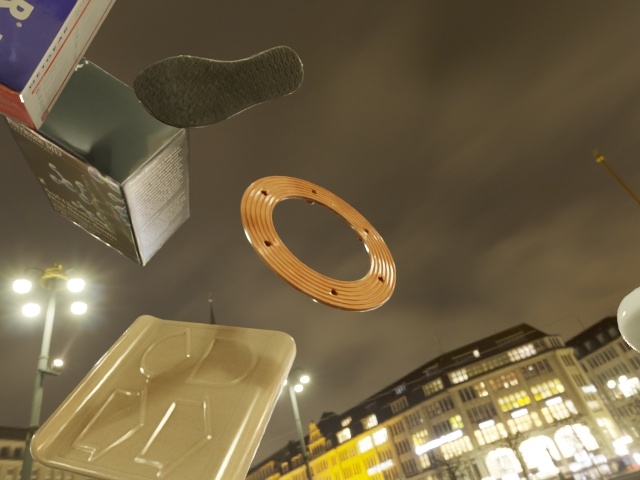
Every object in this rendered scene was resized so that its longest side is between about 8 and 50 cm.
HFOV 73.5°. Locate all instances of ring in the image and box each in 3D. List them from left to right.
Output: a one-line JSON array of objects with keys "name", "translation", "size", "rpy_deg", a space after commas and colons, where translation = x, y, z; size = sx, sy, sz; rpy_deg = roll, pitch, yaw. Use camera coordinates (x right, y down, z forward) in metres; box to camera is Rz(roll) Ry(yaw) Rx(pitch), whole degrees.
[{"name": "ring", "translation": [0.000, 0.000, 0.820], "size": [0.336, 0.337, 0.032], "rpy_deg": [11, -49, -33]}]

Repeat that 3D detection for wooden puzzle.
[{"name": "wooden puzzle", "translation": [-0.249, 0.280, 0.757], "size": [0.347, 0.322, 0.081], "rpy_deg": [6, -55, 15]}]

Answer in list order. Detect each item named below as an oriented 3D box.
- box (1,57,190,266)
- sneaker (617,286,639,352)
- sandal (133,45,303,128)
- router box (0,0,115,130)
[{"name": "box", "translation": [-0.491, -0.164, 1.019], "size": [0.293, 0.212, 0.395], "rpy_deg": [32, -31, 3]}, {"name": "sneaker", "translation": [0.328, -0.006, 0.243], "size": [0.295, 0.147, 0.105], "rpy_deg": [-18, -61, 28]}, {"name": "sandal", "translation": [-0.144, -0.225, 0.638], "size": [0.254, 0.054, 0.097], "rpy_deg": [-20, -72, -27]}, {"name": "router box", "translation": [-0.348, -0.330, 0.579], "size": [0.082, 0.336, 0.301], "rpy_deg": [30, -10, -30]}]
